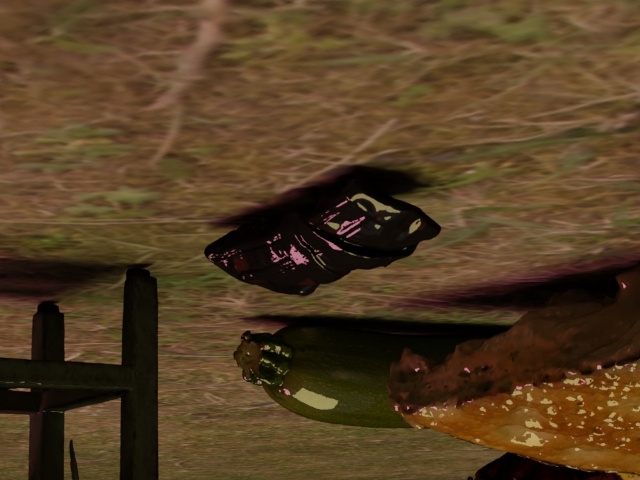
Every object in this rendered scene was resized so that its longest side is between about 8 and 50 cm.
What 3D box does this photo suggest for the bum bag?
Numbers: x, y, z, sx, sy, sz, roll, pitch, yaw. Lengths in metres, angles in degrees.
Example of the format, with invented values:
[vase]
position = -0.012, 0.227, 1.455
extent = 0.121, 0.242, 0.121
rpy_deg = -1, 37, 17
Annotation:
[bum bag]
position = 0.000, 0.001, 0.626
extent = 0.058, 0.034, 0.124
rpy_deg = 21, 157, -28

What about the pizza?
[pizza]
position = 0.211, 0.079, 0.849
extent = 0.323, 0.089, 0.223
rpy_deg = 9, 152, -11

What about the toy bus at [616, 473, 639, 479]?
[toy bus]
position = 0.256, 0.169, 1.013
extent = 0.074, 0.226, 0.081
rpy_deg = -14, -156, 47

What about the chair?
[chair]
position = -0.171, 0.150, 0.729
extent = 0.147, 0.270, 0.136
rpy_deg = 7, 163, -33

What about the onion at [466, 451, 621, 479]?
[onion]
position = 0.283, 0.242, 1.326
extent = 0.280, 0.221, 0.281
rpy_deg = 2, 167, 1

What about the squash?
[squash]
position = 0.059, 0.092, 0.969
extent = 0.258, 0.069, 0.069
rpy_deg = 4, 166, -26
